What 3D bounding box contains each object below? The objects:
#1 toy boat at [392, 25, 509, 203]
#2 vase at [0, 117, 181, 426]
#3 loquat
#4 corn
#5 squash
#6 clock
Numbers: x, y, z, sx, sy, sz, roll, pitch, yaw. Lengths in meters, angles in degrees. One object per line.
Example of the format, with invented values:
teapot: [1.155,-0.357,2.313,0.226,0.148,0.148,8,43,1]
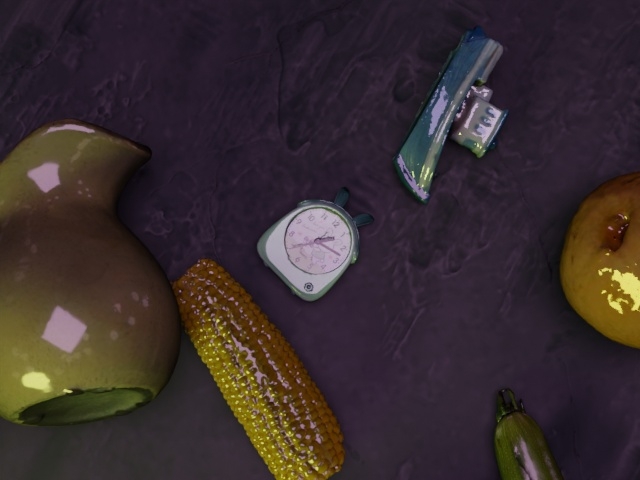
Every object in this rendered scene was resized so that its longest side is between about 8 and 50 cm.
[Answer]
toy boat: [0.166,-0.140,1.795,0.102,0.088,0.215,30,84,-2]
vase: [-0.324,0.057,1.723,0.329,0.241,0.302,-19,72,23]
loquat: [0.373,0.023,1.727,0.208,0.208,0.208,0,85,-1]
corn: [-0.066,0.159,1.760,0.101,0.101,0.310,-31,83,-3]
squash: [0.269,0.322,1.760,0.080,0.071,0.318,-28,86,-4]
clock: [0.000,0.000,1.802,0.135,0.041,0.101,-42,86,-5]
